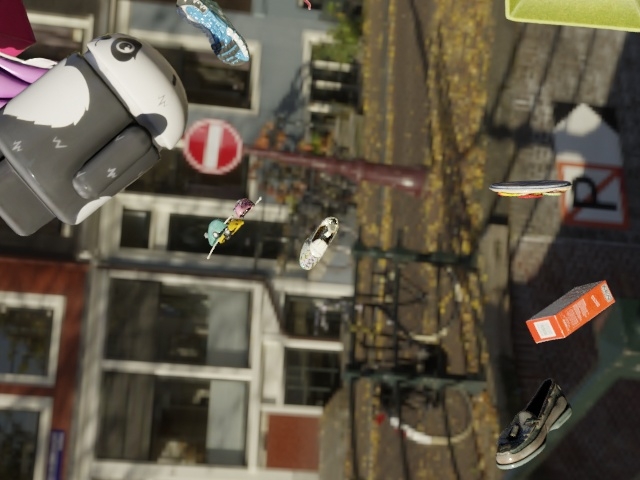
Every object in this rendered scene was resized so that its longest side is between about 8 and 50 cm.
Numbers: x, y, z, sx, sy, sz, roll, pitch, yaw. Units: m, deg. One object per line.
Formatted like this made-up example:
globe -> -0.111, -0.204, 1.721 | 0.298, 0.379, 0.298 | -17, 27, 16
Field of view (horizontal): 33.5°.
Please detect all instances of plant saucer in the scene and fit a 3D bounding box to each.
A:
plant saucer -> 0.327, -0.356, 1.330 | 0.188, 0.188, 0.045 | 77, -151, -49

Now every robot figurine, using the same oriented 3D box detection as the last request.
robot figurine -> -0.297, -0.134, 1.314 | 0.209, 0.278, 0.173 | 50, 174, 12

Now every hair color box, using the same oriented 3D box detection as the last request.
hair color box -> 0.417, 0.118, 1.771 | 0.072, 0.141, 0.043 | -22, 96, 56

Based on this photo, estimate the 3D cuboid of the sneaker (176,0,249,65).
sneaker -> -0.210, -0.446, 2.192 | 0.071, 0.190, 0.083 | -29, 26, 29

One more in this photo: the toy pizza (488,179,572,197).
toy pizza -> 0.513, -0.124, 2.598 | 0.201, 0.201, 0.032 | -144, 50, -79

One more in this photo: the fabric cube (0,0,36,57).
fabric cube -> -0.734, -0.429, 1.959 | 0.259, 0.258, 0.254 | 4, -118, -61

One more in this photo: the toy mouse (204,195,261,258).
toy mouse -> -0.178, -0.041, 2.062 | 0.161, 0.031, 0.143 | -44, -7, -7

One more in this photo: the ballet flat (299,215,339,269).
ballet flat -> 0.000, 0.000, 1.824 | 0.114, 0.041, 0.041 | -60, -7, -34

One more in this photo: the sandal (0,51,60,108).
sandal -> -0.467, -0.246, 1.806 | 0.102, 0.416, 0.169 | 144, 132, -62

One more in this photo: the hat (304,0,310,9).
hat -> -0.106, -0.547, 2.181 | 0.208, 0.183, 0.173 | -49, 0, -42

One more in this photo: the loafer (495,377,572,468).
loafer -> 0.418, 0.366, 2.145 | 0.096, 0.267, 0.084 | -15, 99, 40
